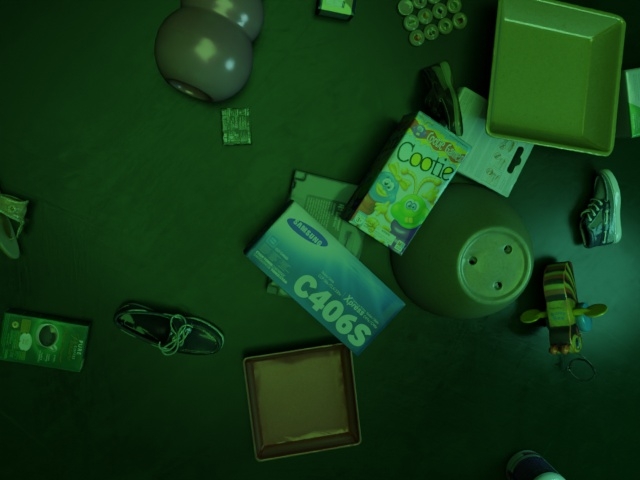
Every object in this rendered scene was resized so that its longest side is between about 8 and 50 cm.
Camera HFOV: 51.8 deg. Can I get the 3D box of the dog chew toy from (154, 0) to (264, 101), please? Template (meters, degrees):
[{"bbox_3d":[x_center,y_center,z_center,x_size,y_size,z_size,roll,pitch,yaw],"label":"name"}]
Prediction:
[{"bbox_3d":[-0.212,-0.464,1.380,0.207,0.206,0.331,22,85,-10],"label":"dog chew toy"}]

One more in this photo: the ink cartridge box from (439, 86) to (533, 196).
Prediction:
[{"bbox_3d":[0.382,-0.231,1.563,0.225,0.056,0.181,26,93,-15],"label":"ink cartridge box"}]

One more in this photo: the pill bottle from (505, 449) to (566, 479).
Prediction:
[{"bbox_3d":[0.540,0.602,1.611,0.108,0.193,0.108,-1,97,-8],"label":"pill bottle"}]

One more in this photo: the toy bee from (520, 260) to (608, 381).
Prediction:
[{"bbox_3d":[0.593,0.203,1.570,0.195,0.162,0.298,-37,77,35],"label":"toy bee"}]

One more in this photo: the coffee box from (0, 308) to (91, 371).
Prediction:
[{"bbox_3d":[-0.619,0.224,1.480,0.184,0.040,0.113,10,96,-9],"label":"coffee box"}]

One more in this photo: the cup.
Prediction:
[{"bbox_3d":[0.347,0.037,1.494,0.331,0.237,0.331,-1,97,-8],"label":"cup"}]

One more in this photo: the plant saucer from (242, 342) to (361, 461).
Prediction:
[{"bbox_3d":[-0.044,0.379,1.577,0.258,0.048,0.259,-7,97,-7],"label":"plant saucer"}]

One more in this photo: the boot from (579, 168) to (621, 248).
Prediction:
[{"bbox_3d":[0.678,-0.075,1.609,0.086,0.069,0.190,-14,100,-9],"label":"boot"}]

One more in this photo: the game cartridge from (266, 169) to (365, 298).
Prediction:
[{"bbox_3d":[0.000,0.000,1.534,0.196,0.060,0.294,14,95,-6],"label":"game cartridge"}]

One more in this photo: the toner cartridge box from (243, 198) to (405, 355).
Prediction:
[{"bbox_3d":[0.009,0.084,1.482,0.348,0.075,0.165,42,89,-11],"label":"toner cartridge box"}]

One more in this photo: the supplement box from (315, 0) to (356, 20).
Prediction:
[{"bbox_3d":[0.037,-0.543,1.468,0.083,0.056,0.083,9,96,-9],"label":"supplement box"}]

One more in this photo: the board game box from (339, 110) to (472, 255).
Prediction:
[{"bbox_3d":[0.180,-0.126,1.445,0.142,0.144,0.275,33,91,-9],"label":"board game box"}]

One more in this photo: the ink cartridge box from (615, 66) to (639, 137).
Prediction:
[{"bbox_3d":[0.815,-0.343,1.584,0.219,0.092,0.160,-11,99,-7],"label":"ink cartridge box"}]

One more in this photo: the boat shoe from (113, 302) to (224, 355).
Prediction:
[{"bbox_3d":[-0.343,0.206,1.497,0.255,0.079,0.095,24,93,-10],"label":"boat shoe"}]

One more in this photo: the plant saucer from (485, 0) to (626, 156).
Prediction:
[{"bbox_3d":[0.526,-0.374,1.521,0.333,0.081,0.332,7,88,-15],"label":"plant saucer"}]

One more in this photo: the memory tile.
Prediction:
[{"bbox_3d":[0.259,-0.524,1.524,0.148,0.012,0.113,-23,99,-4],"label":"memory tile"}]

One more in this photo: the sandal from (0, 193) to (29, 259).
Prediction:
[{"bbox_3d":[-0.670,-0.083,1.411,0.079,0.088,0.240,-20,94,1],"label":"sandal"}]

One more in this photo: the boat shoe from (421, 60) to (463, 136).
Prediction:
[{"bbox_3d":[0.271,-0.314,1.479,0.073,0.223,0.080,-10,144,10],"label":"boat shoe"}]

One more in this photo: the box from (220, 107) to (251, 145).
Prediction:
[{"bbox_3d":[-0.191,-0.257,1.491,0.067,0.018,0.083,-4,98,-7],"label":"box"}]
